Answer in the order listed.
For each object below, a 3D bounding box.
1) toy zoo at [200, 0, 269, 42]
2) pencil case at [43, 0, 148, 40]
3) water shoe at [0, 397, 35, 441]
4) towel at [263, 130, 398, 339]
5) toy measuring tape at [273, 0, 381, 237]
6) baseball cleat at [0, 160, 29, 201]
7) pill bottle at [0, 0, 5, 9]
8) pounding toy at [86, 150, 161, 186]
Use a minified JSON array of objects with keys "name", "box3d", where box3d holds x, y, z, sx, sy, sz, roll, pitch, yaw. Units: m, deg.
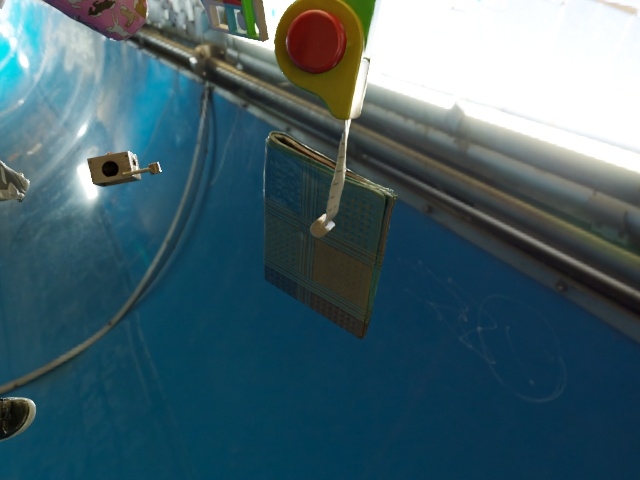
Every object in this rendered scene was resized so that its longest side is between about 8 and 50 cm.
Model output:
[{"name":"toy zoo","box3d":[-0.272,-0.707,1.794,0.293,0.192,0.030,27,-130,36]},{"name":"pencil case","box3d":[-0.601,-0.636,1.454,0.160,0.167,0.386,5,173,32]},{"name":"water shoe","box3d":[-0.591,0.304,1.016,0.203,0.080,0.073,-8,-113,-7]},{"name":"towel","box3d":[0.000,0.000,1.132,0.271,0.370,0.040,30,-131,24]},{"name":"toy measuring tape","box3d":[-0.009,-0.173,0.734,0.121,0.330,0.121,10,-163,-3]},{"name":"baseball cleat","box3d":[-0.927,-0.179,1.721,0.072,0.206,0.110,-11,-122,33]},{"name":"pill bottle","box3d":[-0.921,-0.789,1.719,0.131,0.229,0.131,23,-173,-3]},{"name":"pounding toy","box3d":[-0.604,-0.235,1.873,0.205,0.094,0.181,-12,-178,-5]}]
